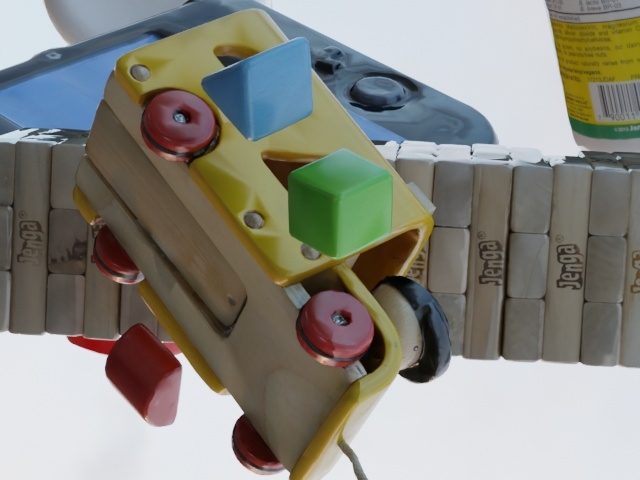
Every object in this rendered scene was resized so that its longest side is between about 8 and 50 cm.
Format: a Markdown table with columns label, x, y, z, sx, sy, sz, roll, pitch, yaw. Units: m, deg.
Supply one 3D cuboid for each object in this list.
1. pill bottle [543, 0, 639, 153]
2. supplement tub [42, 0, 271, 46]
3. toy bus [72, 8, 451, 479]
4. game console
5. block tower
| label | x | y | z | sx | sy | sz | roll | pitch | yaw |
| --- | --- | --- | --- | --- | --- | --- | --- | --- | --- |
| pill bottle | 0.189 | -0.162 | 1.094 | 0.117 | 0.118 | 0.208 | 24 | -46 | 61 |
| supplement tub | -0.172 | -0.268 | 2.001 | 0.331 | 0.241 | 0.241 | 105 | -10 | -86 |
| toy bus | -0.006 | 0.006 | 0.716 | 0.191 | 0.104 | 0.202 | 13 | -58 | 50 |
| game console | -0.101 | -0.068 | 1.328 | 0.342 | 0.387 | 0.060 | 35 | -47 | 34 |
| block tower | 0.000 | 0.000 | 0.839 | 0.097 | 0.336 | 0.090 | -65 | 158 | -82 |
